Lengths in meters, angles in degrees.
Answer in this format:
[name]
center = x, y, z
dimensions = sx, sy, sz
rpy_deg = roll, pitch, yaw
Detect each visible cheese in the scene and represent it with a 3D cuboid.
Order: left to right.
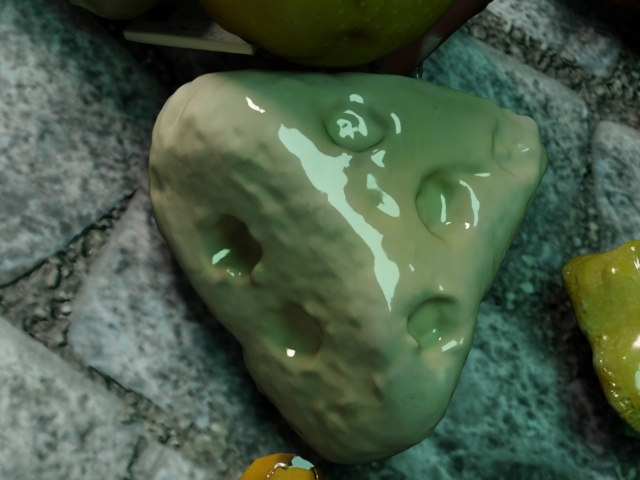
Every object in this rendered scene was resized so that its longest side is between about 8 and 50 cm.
[cheese]
center = 0.000, -0.001, 1.043
dimensions = 0.247, 0.173, 0.251
rpy_deg = 25, 61, -15

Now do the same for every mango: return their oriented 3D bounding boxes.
[mango]
center = 0.038, -0.234, 1.055
dimensions = 0.175, 0.177, 0.329
rpy_deg = 29, 53, 18

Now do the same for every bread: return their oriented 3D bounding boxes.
[bread]
center = 0.291, 0.071, 1.187
dimensions = 0.233, 0.088, 0.161
rpy_deg = 2, 47, -30

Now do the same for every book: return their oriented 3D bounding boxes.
[book]
center = -0.048, -0.188, 1.161
dimensions = 0.172, 0.118, 0.012
rpy_deg = -50, 136, -36

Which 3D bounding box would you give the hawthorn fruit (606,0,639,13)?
[hawthorn fruit]
center = 0.283, -0.266, 1.329
dimensions = 0.169, 0.169, 0.188
rpy_deg = 14, 33, -20

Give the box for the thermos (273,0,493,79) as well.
[thermos]
center = 0.039, -0.151, 1.188
dimensions = 0.232, 0.099, 0.124
rpy_deg = -46, 123, -35

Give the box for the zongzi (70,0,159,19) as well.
[zongzi]
center = -0.165, -0.393, 1.156
dimensions = 0.393, 0.174, 0.356
rpy_deg = 42, 53, -3

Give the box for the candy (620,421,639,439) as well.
[candy]
center = 0.418, 0.224, 1.191
dimensions = 0.439, 0.119, 0.119
rpy_deg = 25, 56, -3

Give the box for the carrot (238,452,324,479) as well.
[carrot]
center = -0.040, 0.252, 0.951
dimensions = 0.070, 0.070, 0.260
rpy_deg = 21, 58, -15
